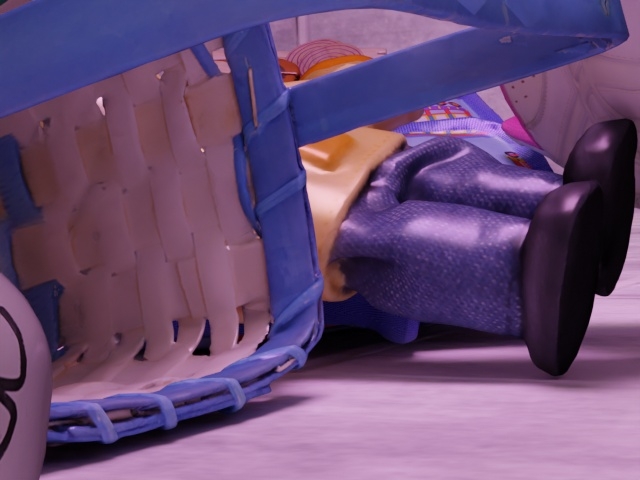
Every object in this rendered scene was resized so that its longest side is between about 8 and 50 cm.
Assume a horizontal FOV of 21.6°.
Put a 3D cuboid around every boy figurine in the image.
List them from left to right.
[{"bbox_3d":[-0.010,-0.030,0.720,0.285,0.092,0.177,16,40,24],"label":"boy figurine"}]

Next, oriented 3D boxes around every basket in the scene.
[{"bbox_3d":[-0.067,-0.038,0.533,0.289,0.201,0.255,-11,-3,26],"label":"basket"}]

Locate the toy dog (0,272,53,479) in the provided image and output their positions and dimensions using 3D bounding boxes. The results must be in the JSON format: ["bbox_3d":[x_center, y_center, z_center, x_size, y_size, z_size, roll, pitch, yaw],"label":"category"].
[{"bbox_3d":[-0.219,-0.009,0.275,0.334,0.220,0.161,-12,-17,-17],"label":"toy dog"}]

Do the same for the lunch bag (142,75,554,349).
[{"bbox_3d":[0.000,0.000,0.873,0.221,0.138,0.293,-4,17,-12],"label":"lunch bag"}]

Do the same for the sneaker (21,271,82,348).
[{"bbox_3d":[-0.185,0.021,0.820,0.086,0.064,0.192,3,2,-41],"label":"sneaker"}]

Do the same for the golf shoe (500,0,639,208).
[{"bbox_3d":[0.125,-0.093,0.723,0.140,0.115,0.306,21,-18,20],"label":"golf shoe"}]

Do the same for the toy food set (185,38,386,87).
[{"bbox_3d":[-0.024,-0.082,0.874,0.132,0.038,0.192,0,26,3],"label":"toy food set"}]
